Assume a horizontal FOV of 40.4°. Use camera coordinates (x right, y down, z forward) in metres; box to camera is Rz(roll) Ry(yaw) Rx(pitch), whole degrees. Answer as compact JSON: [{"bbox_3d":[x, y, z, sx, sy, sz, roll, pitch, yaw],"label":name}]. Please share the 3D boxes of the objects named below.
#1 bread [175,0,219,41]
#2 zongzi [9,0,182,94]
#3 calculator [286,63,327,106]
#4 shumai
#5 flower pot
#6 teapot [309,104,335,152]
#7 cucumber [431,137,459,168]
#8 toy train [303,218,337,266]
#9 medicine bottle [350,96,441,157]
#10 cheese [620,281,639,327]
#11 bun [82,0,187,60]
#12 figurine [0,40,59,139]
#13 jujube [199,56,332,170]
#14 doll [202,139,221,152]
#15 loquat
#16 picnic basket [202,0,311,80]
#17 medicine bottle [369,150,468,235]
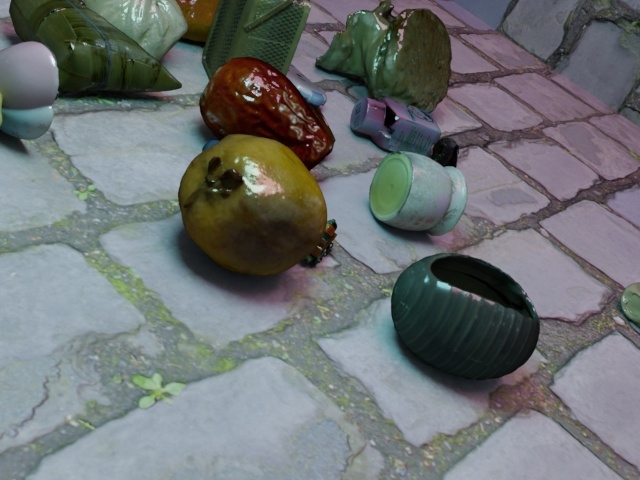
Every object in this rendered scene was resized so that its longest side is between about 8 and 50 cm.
[{"bbox_3d":[-0.276,-0.567,1.966,0.389,0.236,0.183,-5,20,-25],"label":"bread"},{"bbox_3d":[-0.415,-0.370,1.613,0.274,0.125,0.251,-6,50,-50],"label":"zongzi"},{"bbox_3d":[-0.071,-0.372,1.994,0.210,0.039,0.121,46,20,30],"label":"calculator"},{"bbox_3d":[0.162,-0.457,2.238,0.289,0.291,0.330,1,-1,34],"label":"shumai"},{"bbox_3d":[0.224,0.120,1.355,0.243,0.157,0.189,21,28,-12],"label":"flower pot"},{"bbox_3d":[-0.019,-0.217,1.780,0.129,0.078,0.098,63,1,28],"label":"teapot"},{"bbox_3d":[0.273,-0.164,1.967,0.067,0.067,0.245,28,30,-1],"label":"cucumber"},{"bbox_3d":[0.000,0.000,1.444,0.044,0.064,0.103,31,28,7],"label":"toy train"},{"bbox_3d":[0.168,-0.263,1.990,0.188,0.094,0.119,15,29,-25],"label":"medicine bottle"},{"bbox_3d":[0.741,0.149,1.874,0.227,0.064,0.137,7,37,-37],"label":"cheese"},{"bbox_3d":[-0.376,-0.463,1.735,0.231,0.133,0.231,9,54,-13],"label":"bun"},{"bbox_3d":[-0.509,-0.197,1.178,0.284,0.206,0.316,34,31,32],"label":"figurine"},{"bbox_3d":[-0.101,-0.223,1.613,0.255,0.190,0.190,44,28,-5],"label":"jujube"},{"bbox_3d":[-0.173,-0.152,1.555,0.083,0.050,0.076,11,29,-26],"label":"doll"},{"bbox_3d":[-0.101,-0.050,1.307,0.238,0.193,0.238,44,21,-23],"label":"loquat"},{"bbox_3d":[-0.137,-0.437,1.827,0.139,0.266,0.165,6,38,-27],"label":"picnic basket"},{"bbox_3d":[0.188,-0.088,1.672,0.143,0.147,0.147,15,31,-31],"label":"medicine bottle"}]
